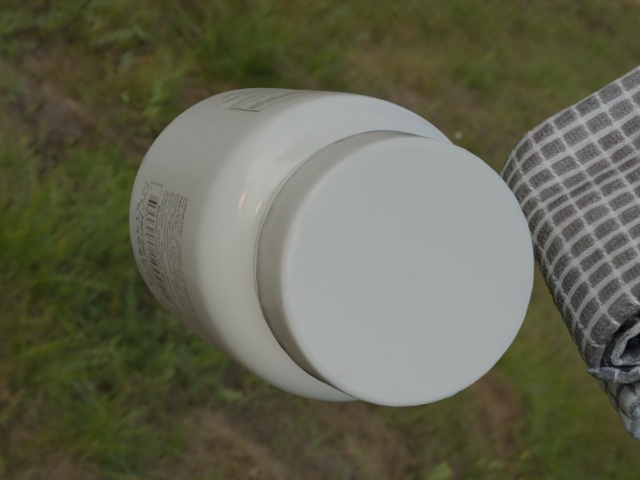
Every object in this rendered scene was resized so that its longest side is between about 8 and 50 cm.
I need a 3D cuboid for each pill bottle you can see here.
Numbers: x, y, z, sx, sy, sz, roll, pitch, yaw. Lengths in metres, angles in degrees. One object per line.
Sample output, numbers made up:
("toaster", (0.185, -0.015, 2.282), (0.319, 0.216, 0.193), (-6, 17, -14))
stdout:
("pill bottle", (0.000, 0.000, 0.693), (0.131, 0.131, 0.229), (46, -8, -17))

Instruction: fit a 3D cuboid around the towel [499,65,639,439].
("towel", (0.265, -0.034, 0.981), (0.121, 0.283, 0.235), (57, 8, -29))
